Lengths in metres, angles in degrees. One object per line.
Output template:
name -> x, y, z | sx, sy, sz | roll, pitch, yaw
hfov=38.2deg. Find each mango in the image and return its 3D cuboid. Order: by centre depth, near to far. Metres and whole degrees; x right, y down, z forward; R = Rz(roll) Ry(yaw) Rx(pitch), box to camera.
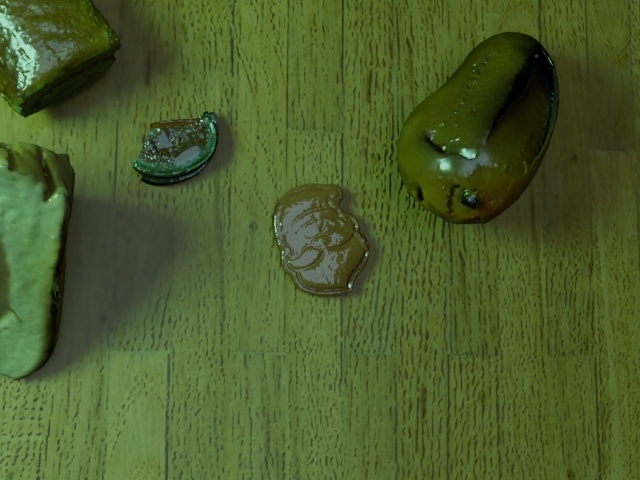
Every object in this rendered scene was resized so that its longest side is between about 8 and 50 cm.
mango -> 0.174, -0.127, 1.016 | 0.156, 0.151, 0.248 | 18, 64, 9

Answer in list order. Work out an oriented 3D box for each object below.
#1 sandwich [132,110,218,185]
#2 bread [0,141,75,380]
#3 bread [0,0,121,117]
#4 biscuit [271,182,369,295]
sandwich -> -0.154, -0.098, 0.990 | 0.101, 0.026, 0.069 | -16, 88, -15
bread -> -0.318, 0.007, 0.841 | 0.184, 0.211, 0.223 | 5, 76, -20
bread -> -0.299, -0.225, 0.931 | 0.132, 0.103, 0.172 | -35, 91, -16
biscuit -> 0.000, 0.000, 1.019 | 0.102, 0.019, 0.130 | -20, 89, -14
